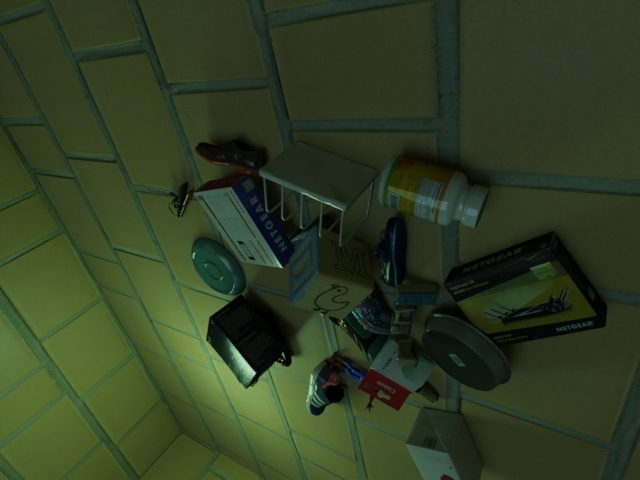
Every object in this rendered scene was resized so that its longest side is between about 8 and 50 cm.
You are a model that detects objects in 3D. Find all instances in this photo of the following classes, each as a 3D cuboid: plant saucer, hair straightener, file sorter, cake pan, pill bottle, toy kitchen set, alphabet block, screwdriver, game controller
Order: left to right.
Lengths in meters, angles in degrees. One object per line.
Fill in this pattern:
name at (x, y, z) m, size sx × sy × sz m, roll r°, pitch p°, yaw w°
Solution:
hair straightener at (-0.594, -0.172, 1.737) m, size 0.089 × 0.047 × 0.230 m, roll 44°, pitch 142°, yaw 1°
plant saucer at (-0.479, 0.132, 1.879) m, size 0.317 × 0.043 × 0.318 m, roll 21°, pitch 133°, yaw 25°
game controller at (-0.232, 0.454, 1.920) m, size 0.166 × 0.067 × 0.320 m, roll 4°, pitch 124°, yaw 35°
file sorter at (-0.008, -0.134, 1.198) m, size 0.277 × 0.193 × 0.173 m, roll 25°, pitch 137°, yaw 20°
alphabet block at (0.027, 0.102, 1.284) m, size 0.197 × 0.194 × 0.192 m, roll 19°, pitch 134°, yaw -22°
screwdriver at (0.068, 0.309, 1.467) m, size 0.024 × 0.025 × 0.170 m, roll 66°, pitch 170°, yaw -24°
toy kitchen set at (0.293, 0.262, 1.263) m, size 0.122 × 0.166 × 0.207 m, roll -1°, pitch 133°, yaw 0°
pill bottle at (0.280, -0.117, 1.025) m, size 0.245 × 0.136 × 0.137 m, roll 22°, pitch 133°, yaw 23°
cake pan at (0.433, 0.351, 1.269) m, size 0.293 × 0.054 × 0.293 m, roll 37°, pitch 153°, yaw 23°

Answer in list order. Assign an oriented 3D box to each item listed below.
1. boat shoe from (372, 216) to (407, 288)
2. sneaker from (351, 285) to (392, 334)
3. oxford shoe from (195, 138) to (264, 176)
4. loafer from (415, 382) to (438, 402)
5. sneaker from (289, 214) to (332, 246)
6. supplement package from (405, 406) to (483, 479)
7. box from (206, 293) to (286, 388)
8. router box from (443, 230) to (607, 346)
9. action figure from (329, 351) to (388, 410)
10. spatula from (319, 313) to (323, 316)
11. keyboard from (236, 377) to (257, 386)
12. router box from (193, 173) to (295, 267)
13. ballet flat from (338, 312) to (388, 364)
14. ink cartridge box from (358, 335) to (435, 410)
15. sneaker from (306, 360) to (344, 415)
boat shoe at (0.200, 0.043, 1.237) m, size 0.088 × 0.109 × 0.259 m, roll 19°, pitch 130°, yaw 30°
sneaker at (0.162, 0.214, 1.401) m, size 0.261 × 0.104 × 0.125 m, roll 37°, pitch 135°, yaw 8°
oxford shoe at (-0.301, -0.299, 1.383) m, size 0.271 × 0.097 × 0.099 m, roll 20°, pitch 115°, yaw 16°
loafer at (0.379, 0.554, 1.535) m, size 0.148 × 0.050 × 0.056 m, roll 46°, pitch 138°, yaw -1°
sneaker at (0.000, 0.000, 1.385) m, size 0.132 × 0.086 × 0.228 m, roll 49°, pitch 148°, yaw -12°
supplement package at (0.478, 0.819, 1.572) m, size 0.177 × 0.175 × 0.293 m, roll -9°, pitch 116°, yaw 41°
box at (-0.349, 0.465, 1.871) m, size 0.312 × 0.179 × 0.343 m, roll 46°, pitch 147°, yaw 10°
router box at (0.523, 0.143, 1.080) m, size 0.243 × 0.081 × 0.308 m, roll 51°, pitch 137°, yaw -6°
action figure at (0.150, 0.581, 1.677) m, size 0.280 × 0.139 × 0.092 m, roll 21°, pitch 134°, yaw 21°
spatula at (-0.035, 0.197, 1.602) m, size 0.168 × 0.019 × 0.242 m, roll 25°, pitch 134°, yaw 19°
keyboard at (-0.425, 0.798, 2.371) m, size 0.180 × 0.023 × 0.108 m, roll -19°, pitch 103°, yaw 45°
router box at (-0.271, -0.062, 1.470) m, size 0.301 × 0.082 × 0.336 m, roll 4°, pitch 130°, yaw 50°
ballet flat at (0.168, 0.367, 1.523) m, size 0.342 × 0.116 × 0.124 m, roll 50°, pitch 158°, yaw -6°
ink cartridge box at (0.264, 0.475, 1.441) m, size 0.180 × 0.225 × 0.056 m, roll 31°, pitch -178°, yaw -4°
sneaker at (0.030, 0.707, 1.865) m, size 0.148 × 0.131 × 0.350 m, roll 26°, pitch 134°, yaw 26°
